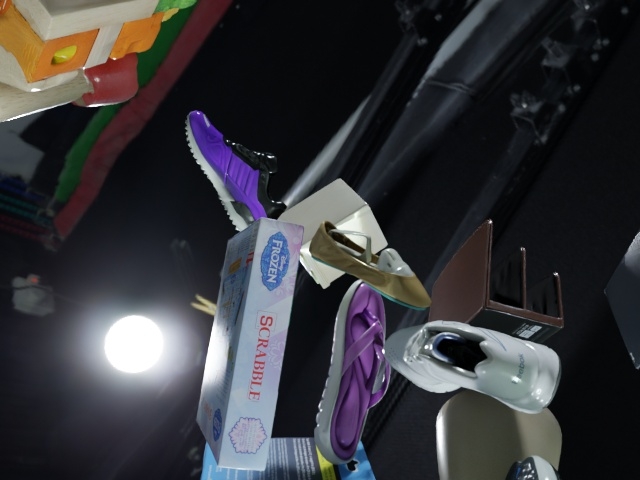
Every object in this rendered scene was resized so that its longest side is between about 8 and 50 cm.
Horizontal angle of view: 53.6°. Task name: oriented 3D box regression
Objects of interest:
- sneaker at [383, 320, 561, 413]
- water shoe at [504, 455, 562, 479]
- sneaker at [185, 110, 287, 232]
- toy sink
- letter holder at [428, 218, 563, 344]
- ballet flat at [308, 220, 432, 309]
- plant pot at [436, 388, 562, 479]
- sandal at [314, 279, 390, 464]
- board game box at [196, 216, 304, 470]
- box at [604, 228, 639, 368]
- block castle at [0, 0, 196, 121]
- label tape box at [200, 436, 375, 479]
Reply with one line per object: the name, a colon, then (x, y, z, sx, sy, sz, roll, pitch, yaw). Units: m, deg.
sneaker: (0.176, 0.149, 0.863, 0.297, 0.129, 0.111, -9, -121, 59)
water shoe: (0.236, 0.265, 0.644, 0.080, 0.203, 0.073, 22, -98, 15)
sneaker: (-0.168, -0.161, 1.351, 0.146, 0.293, 0.102, -29, -175, 5)
toy sink: (0.000, 0.000, 1.377, 0.234, 0.131, 0.153, -33, -146, -5)
letter holder: (0.340, 0.122, 1.283, 0.302, 0.152, 0.214, 113, -11, -57)
ballet flat: (0.079, 0.034, 1.008, 0.232, 0.080, 0.073, 25, -73, 27)
plant pot: (0.337, 0.470, 1.226, 0.256, 0.256, 0.274, -37, -169, 30)
sandal: (0.099, 0.276, 1.365, 0.102, 0.169, 0.416, -9, -127, 36)
board game box: (-0.115, 0.143, 0.951, 0.319, 0.066, 0.318, 163, -63, -74)
box: (0.388, 0.029, 0.582, 0.184, 0.261, 0.103, -19, -114, 7)
block castle: (-0.209, -0.333, 0.512, 0.303, 0.213, 0.453, 52, -45, 2)
label tape box: (-0.071, 0.509, 1.315, 0.249, 0.348, 0.115, -128, -139, -81)
